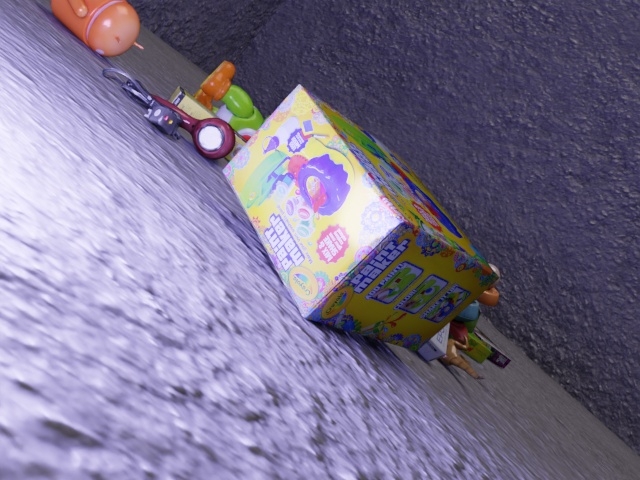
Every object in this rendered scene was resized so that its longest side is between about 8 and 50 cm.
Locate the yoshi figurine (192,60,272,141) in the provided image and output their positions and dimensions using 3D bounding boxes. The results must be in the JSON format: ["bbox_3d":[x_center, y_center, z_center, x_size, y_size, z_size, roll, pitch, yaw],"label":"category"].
[{"bbox_3d":[-0.144,-0.279,1.683,0.362,0.203,0.203,42,0,-14],"label":"yoshi figurine"}]

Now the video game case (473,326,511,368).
[{"bbox_3d":[0.431,0.261,1.971,0.210,0.042,0.232,35,9,-44],"label":"video game case"}]

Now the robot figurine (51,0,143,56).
[{"bbox_3d":[-0.469,-0.472,1.402,0.219,0.128,0.158,41,-28,9],"label":"robot figurine"}]

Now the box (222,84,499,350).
[{"bbox_3d":[0.056,-0.023,0.966,0.279,0.177,0.290,23,27,-49],"label":"box"}]

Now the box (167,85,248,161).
[{"bbox_3d":[-0.236,-0.242,1.491,0.232,0.058,0.087,37,8,-25],"label":"box"}]

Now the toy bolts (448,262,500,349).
[{"bbox_3d":[0.297,0.115,1.516,0.218,0.158,0.228,26,19,7],"label":"toy bolts"}]

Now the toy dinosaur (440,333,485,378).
[{"bbox_3d":[0.249,0.220,1.269,0.112,0.064,0.211,7,20,-44],"label":"toy dinosaur"}]

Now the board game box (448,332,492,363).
[{"bbox_3d":[0.337,0.230,1.660,0.181,0.043,0.092,35,10,-35],"label":"board game box"}]

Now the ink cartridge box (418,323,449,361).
[{"bbox_3d":[0.155,0.064,1.203,0.224,0.045,0.223,45,37,-19],"label":"ink cartridge box"}]

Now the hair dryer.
[{"bbox_3d":[-0.253,-0.238,1.284,0.223,0.080,0.293,45,8,34],"label":"hair dryer"}]
